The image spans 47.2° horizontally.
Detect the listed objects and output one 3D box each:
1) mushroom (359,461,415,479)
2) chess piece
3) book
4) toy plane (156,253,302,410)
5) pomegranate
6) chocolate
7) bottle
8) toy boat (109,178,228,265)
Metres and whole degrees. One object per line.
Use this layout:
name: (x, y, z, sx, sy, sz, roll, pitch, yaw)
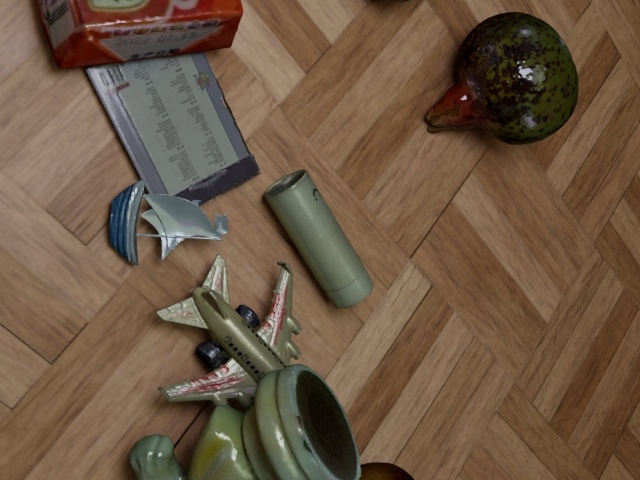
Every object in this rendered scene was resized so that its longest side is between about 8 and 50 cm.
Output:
mushroom: (0.034, 0.472, 0.946, 0.345, 0.259, 0.346, -30, 135, -35)
chess piece: (-0.114, 0.284, 0.898, 0.298, 0.176, 0.176, -30, 112, 15)
book: (-0.190, -0.157, 0.956, 0.157, 0.026, 0.231, -31, 107, -26)
toy plane: (-0.094, 0.151, 0.975, 0.242, 0.104, 0.256, -45, 113, -27)
pomegranate: (0.281, -0.245, 1.179, 0.247, 0.214, 0.214, -24, 107, 9)
chocolate: (-0.221, -0.343, 0.869, 0.234, 0.108, 0.238, -15, 91, -30)
bottle: (0.000, 0.000, 1.051, 0.072, 0.072, 0.202, -42, 112, -25)
toy boat: (-0.196, -0.030, 0.920, 0.149, 0.034, 0.105, -17, 106, -6)
